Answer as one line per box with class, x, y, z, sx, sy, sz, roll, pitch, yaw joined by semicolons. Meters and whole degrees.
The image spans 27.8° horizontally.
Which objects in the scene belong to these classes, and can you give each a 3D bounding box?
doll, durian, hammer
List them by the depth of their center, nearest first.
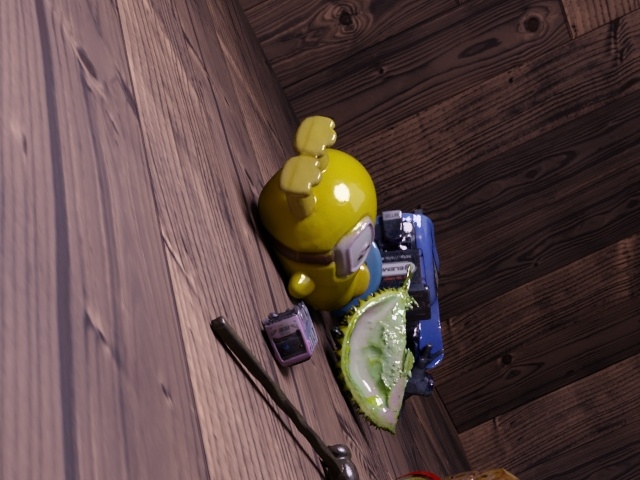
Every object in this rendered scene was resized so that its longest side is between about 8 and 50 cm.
hammer;-0.025;0.140;1.058;0.292;0.029;0.058;57;6;-50
doll;0.000;0.000;1.565;0.363;0.145;0.199;75;33;-58
durian;0.067;0.129;1.604;0.086;0.100;0.215;90;6;-79

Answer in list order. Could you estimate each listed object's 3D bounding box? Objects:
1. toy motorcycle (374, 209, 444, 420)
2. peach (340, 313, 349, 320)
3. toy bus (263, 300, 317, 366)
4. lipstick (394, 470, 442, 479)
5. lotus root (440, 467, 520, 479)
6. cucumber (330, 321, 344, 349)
toy motorcycle;0.116;0.101;1.877;0.359;0.125;0.213;77;9;-55
peach;0.036;0.054;1.999;0.279;0.068;0.189;64;14;-52
toy bus;-0.027;0.089;1.232;0.130;0.036;0.052;-35;105;-87
lipstick;0.144;0.365;1.471;0.080;0.080;0.241;-108;172;-59
lotus root;0.243;0.428;1.689;0.193;0.193;0.291;-89;154;-81
cucumber;0.048;0.171;1.706;0.034;0.033;0.135;-17;-80;56
